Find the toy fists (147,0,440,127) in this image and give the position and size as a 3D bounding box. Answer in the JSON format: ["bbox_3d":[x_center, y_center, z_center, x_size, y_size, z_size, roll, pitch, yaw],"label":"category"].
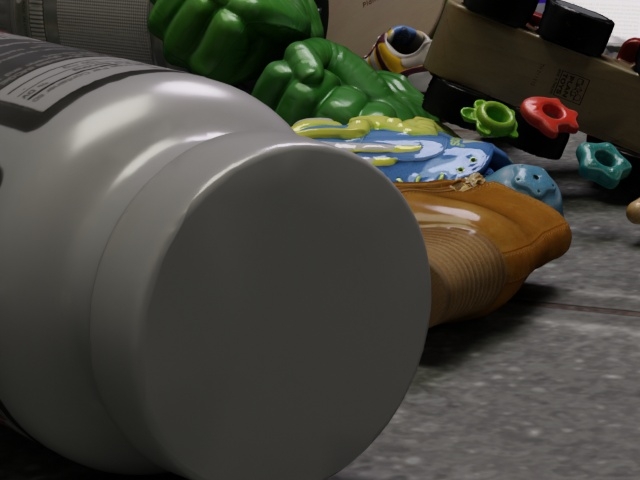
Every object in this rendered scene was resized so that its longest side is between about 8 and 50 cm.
[{"bbox_3d":[-0.028,-0.143,1.575,0.142,0.096,0.279,-16,53,-47],"label":"toy fists"}]

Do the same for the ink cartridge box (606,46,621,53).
[{"bbox_3d":[0.342,-0.200,2.019,0.083,0.028,0.048,-4,18,-7],"label":"ink cartridge box"}]

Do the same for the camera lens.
[{"bbox_3d":[-0.147,-0.221,1.822,0.274,0.219,0.219,11,20,39],"label":"camera lens"}]

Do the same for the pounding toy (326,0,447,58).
[{"bbox_3d":[0.109,-0.235,1.998,0.237,0.183,0.110,12,-5,42],"label":"pounding toy"}]

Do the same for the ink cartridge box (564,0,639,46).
[{"bbox_3d":[0.332,-0.236,1.966,0.189,0.097,0.255,5,61,12],"label":"ink cartridge box"}]

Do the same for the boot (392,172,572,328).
[{"bbox_3d":[0.001,-0.001,1.266,0.295,0.104,0.211,10,14,24],"label":"boot"}]

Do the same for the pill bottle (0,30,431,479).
[{"bbox_3d":[-0.123,0.006,1.029,0.210,0.210,0.363,-14,19,-35],"label":"pill bottle"}]

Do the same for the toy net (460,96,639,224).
[{"bbox_3d":[0.214,-0.047,1.406,0.232,0.045,0.122,2,46,-22],"label":"toy net"}]

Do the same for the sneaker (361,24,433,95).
[{"bbox_3d":[0.073,-0.170,1.857,0.070,0.083,0.185,-11,18,-28],"label":"sneaker"}]

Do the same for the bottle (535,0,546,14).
[{"bbox_3d":[0.169,-0.256,2.134,0.283,0.092,0.118,-5,13,-6],"label":"bottle"}]

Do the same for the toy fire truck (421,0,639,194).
[{"bbox_3d":[0.198,-0.123,1.584,0.217,0.158,0.246,21,15,5],"label":"toy fire truck"}]

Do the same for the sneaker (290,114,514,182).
[{"bbox_3d":[0.056,-0.045,1.402,0.126,0.091,0.240,11,20,38],"label":"sneaker"}]
